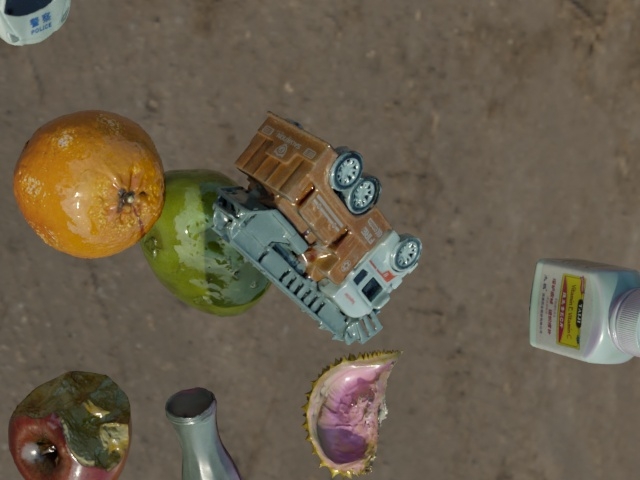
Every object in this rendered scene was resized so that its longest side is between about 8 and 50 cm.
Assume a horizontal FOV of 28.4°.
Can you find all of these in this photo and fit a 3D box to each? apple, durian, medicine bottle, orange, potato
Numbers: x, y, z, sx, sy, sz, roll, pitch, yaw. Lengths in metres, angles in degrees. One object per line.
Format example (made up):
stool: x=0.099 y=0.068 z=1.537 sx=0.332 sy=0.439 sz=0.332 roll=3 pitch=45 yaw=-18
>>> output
apple: x=-0.319 y=0.257 z=1.650 sx=0.158 sy=0.156 sz=0.147 roll=-33 pitch=143 yaw=-59
durian: x=0.053 y=0.265 z=1.974 sx=0.165 sy=0.132 sz=0.182 roll=-11 pitch=97 yaw=-41
medicine bottle: x=0.219 y=0.057 z=0.980 sx=0.055 sy=0.118 sz=0.074 roll=2 pitch=97 yaw=-33
orange: x=-0.281 y=-0.068 z=1.571 sx=0.193 sy=0.161 sz=0.193 roll=-24 pitch=134 yaw=-27
potato: x=-0.157 y=-0.001 z=1.777 sx=0.253 sy=0.186 sz=0.148 roll=77 pitch=8 yaw=-45

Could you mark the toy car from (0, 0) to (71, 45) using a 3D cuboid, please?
toy car: x=-0.295 y=-0.283 z=1.212 sx=0.095 sy=0.056 sz=0.205 roll=-30 pitch=126 yaw=-27

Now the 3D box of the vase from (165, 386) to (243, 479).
vase: x=-0.126 y=0.266 z=1.430 sx=0.086 sy=0.086 sz=0.214 roll=-39 pitch=130 yaw=-40

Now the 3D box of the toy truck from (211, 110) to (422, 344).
toy truck: x=0.000 y=0.000 z=1.645 sx=0.184 sy=0.133 sz=0.338 roll=-50 pitch=139 yaw=-10
